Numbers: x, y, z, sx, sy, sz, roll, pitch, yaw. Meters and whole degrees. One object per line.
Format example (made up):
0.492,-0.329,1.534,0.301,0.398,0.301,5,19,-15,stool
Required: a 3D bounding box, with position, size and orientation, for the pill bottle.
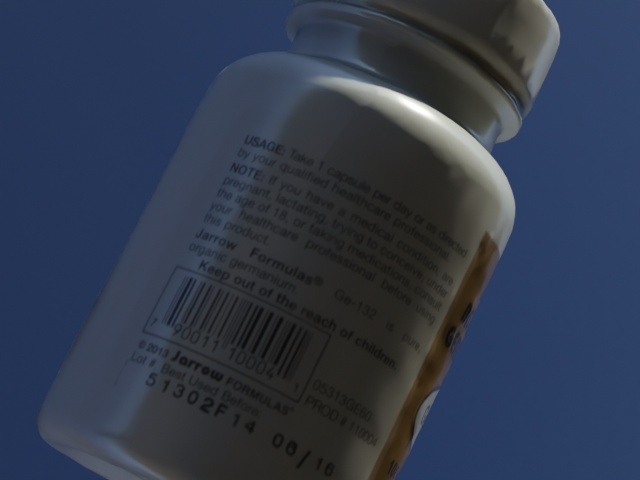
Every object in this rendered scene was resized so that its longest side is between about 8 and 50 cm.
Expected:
0.000,0.000,0.670,0.131,0.131,0.229,35,-106,-33,pill bottle
